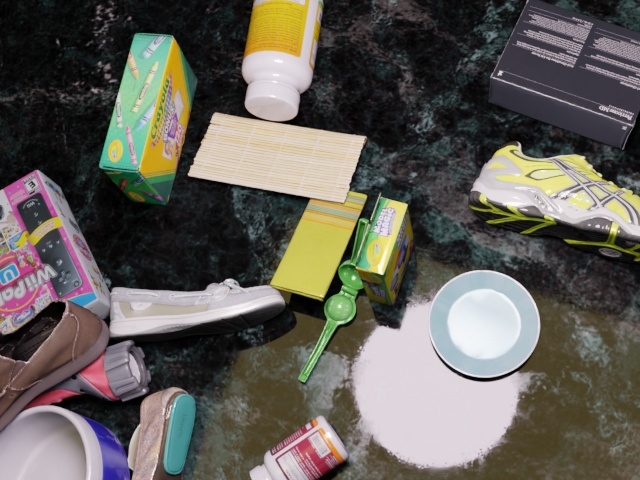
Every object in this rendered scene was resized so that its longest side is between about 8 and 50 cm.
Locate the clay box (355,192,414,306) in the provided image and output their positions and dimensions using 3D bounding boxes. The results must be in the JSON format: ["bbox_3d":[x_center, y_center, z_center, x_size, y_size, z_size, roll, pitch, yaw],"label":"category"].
[{"bbox_3d":[0.110,0.019,1.460,0.053,0.222,0.127,16,75,14],"label":"clay box"}]

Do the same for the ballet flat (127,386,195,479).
[{"bbox_3d":[-0.284,0.405,1.465,0.106,0.107,0.316,-4,63,29],"label":"ballet flat"}]

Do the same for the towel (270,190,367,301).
[{"bbox_3d":[0.000,0.000,1.557,0.102,0.021,0.237,13,55,17],"label":"towel"}]

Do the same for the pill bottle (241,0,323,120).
[{"bbox_3d":[-0.076,-0.360,1.670,0.136,0.136,0.245,5,71,11],"label":"pill bottle"}]

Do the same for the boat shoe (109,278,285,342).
[{"bbox_3d":[-0.222,0.112,1.541,0.320,0.118,0.103,-10,74,13],"label":"boat shoe"}]

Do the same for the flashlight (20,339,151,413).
[{"bbox_3d":[-0.455,0.268,1.535,0.304,0.103,0.103,-21,60,6],"label":"flashlight"}]

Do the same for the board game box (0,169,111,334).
[{"bbox_3d":[-0.545,0.053,1.622,0.224,0.097,0.303,-31,69,-2],"label":"board game box"}]

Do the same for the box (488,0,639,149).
[{"bbox_3d":[0.462,-0.303,1.582,0.261,0.103,0.184,23,73,16],"label":"box"}]

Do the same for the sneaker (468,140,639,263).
[{"bbox_3d":[0.453,-0.069,1.480,0.385,0.145,0.147,19,75,13],"label":"sneaker"}]

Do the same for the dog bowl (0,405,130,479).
[{"bbox_3d":[-0.446,0.411,1.430,0.265,0.104,0.265,-14,59,24],"label":"dog bowl"}]

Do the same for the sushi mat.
[{"bbox_3d":[-0.083,-0.159,1.649,0.317,0.019,0.151,11,66,14],"label":"sushi mat"}]

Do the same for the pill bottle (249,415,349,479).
[{"bbox_3d":[-0.036,0.363,1.435,0.152,0.086,0.086,-34,69,-3],"label":"pill bottle"}]

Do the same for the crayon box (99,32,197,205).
[{"bbox_3d":[-0.318,-0.226,1.646,0.081,0.165,0.278,7,72,11],"label":"crayon box"}]

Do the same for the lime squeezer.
[{"bbox_3d":[0.041,0.101,1.514,0.059,0.110,0.310,21,106,-1],"label":"lime squeezer"}]

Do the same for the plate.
[{"bbox_3d":[0.279,0.143,1.496,0.188,0.024,0.188,-3,69,8],"label":"plate"}]

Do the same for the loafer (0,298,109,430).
[{"bbox_3d":[-0.534,0.211,1.446,0.366,0.130,0.134,-38,45,-16],"label":"loafer"}]
